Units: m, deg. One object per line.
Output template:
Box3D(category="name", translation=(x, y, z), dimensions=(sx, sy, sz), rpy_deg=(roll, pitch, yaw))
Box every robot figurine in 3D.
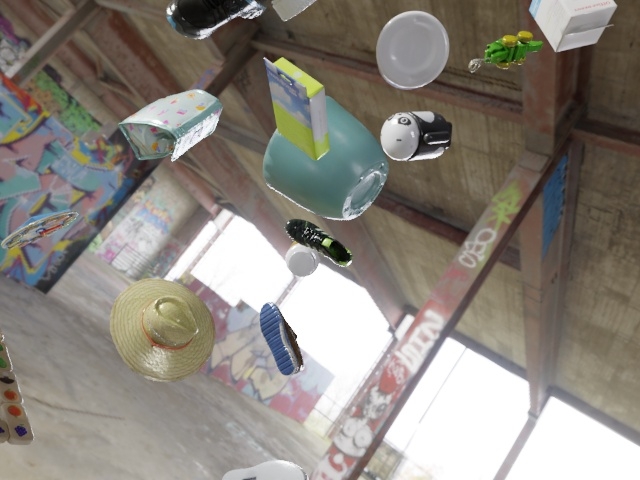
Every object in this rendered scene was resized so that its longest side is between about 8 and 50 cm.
Box3D(category="robot figurine", translation=(0.348, -0.379, 1.828), dimensions=(0.209, 0.278, 0.174), rpy_deg=(-44, -118, 54))

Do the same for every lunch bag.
Box3D(category="lunch bag", translation=(-0.452, -0.360, 1.587), dimensions=(0.262, 0.223, 0.160), rpy_deg=(5, -50, 39))

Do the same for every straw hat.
Box3D(category="straw hat", translation=(-0.190, 0.103, 0.647), dimensions=(0.144, 0.144, 0.061), rpy_deg=(39, -42, -11))

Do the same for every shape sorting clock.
Box3D(category="shape sorting clock", translation=(-0.772, -0.028, 1.406), dimensions=(0.040, 0.206, 0.206), rpy_deg=(57, -14, -2))

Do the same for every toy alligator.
Box3D(category="toy alligator", translation=(0.350, -0.370, 0.991), dimensions=(0.051, 0.189, 0.056), rpy_deg=(53, -25, 37))

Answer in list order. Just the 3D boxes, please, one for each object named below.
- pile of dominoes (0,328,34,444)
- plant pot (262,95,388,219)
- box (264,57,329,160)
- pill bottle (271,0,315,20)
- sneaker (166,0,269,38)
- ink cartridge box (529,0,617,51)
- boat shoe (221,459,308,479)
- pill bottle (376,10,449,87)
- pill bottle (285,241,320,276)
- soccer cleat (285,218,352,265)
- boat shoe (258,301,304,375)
Box3D(category="pile of dominoes", translation=(-0.442, 0.121, 0.587), dimensions=(0.251, 0.040, 0.196), rpy_deg=(43, 3, 37))
Box3D(category="plant pot", translation=(0.034, -0.193, 1.336), dimensions=(0.235, 0.293, 0.293), rpy_deg=(39, -10, 23))
Box3D(category="box", translation=(-0.039, -0.234, 0.892), dimensions=(0.109, 0.042, 0.178), rpy_deg=(41, -20, 24))
Box3D(category="pill bottle", translation=(-0.103, -0.615, 1.036), dimensions=(0.283, 0.161, 0.161), rpy_deg=(52, -18, -27))
Box3D(category="sneaker", translation=(-0.259, -0.652, 1.359), dimensions=(0.139, 0.341, 0.125), rpy_deg=(-18, -72, 55))
Box3D(category="ink cartridge box", translation=(0.488, -0.443, 0.985), dimensions=(0.090, 0.092, 0.143), rpy_deg=(82, -7, -65))
Box3D(category="boat shoe", translation=(-0.131, 0.622, 1.294), dimensions=(0.267, 0.096, 0.088), rpy_deg=(-23, -37, 26))
Box3D(category="pill bottle", translation=(0.205, -0.424, 1.164), dimensions=(0.152, 0.152, 0.272), rpy_deg=(38, 17, -3))
Box3D(category="pill bottle", translation=(-0.070, 0.071, 2.058), dimensions=(0.136, 0.136, 0.246), rpy_deg=(38, 8, -4))
Box3D(category="soccer cleat", translation=(0.000, 0.000, 1.184), dimensions=(0.179, 0.060, 0.072), rpy_deg=(31, -11, -2))
Box3D(category="boat shoe", translation=(-0.092, 0.232, 1.207), dimensions=(0.066, 0.066, 0.183), rpy_deg=(16, 48, -56))
